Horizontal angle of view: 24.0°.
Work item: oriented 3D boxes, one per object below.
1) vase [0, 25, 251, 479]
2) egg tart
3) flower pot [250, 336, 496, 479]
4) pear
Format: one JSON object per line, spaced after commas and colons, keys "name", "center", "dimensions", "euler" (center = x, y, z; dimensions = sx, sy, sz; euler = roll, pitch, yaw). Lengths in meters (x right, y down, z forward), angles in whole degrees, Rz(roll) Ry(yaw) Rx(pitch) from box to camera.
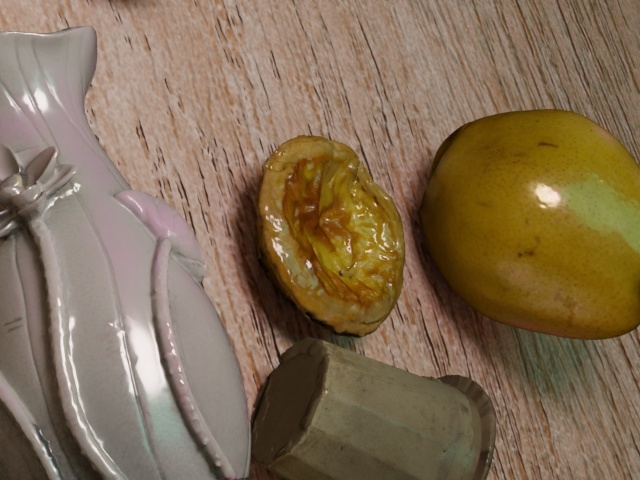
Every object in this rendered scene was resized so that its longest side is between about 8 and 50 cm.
{"name": "vase", "center": [-0.217, 0.035, 1.306], "dimensions": [0.250, 0.250, 0.445], "euler": [-5, 70, -53]}
{"name": "egg tart", "center": [0.000, 0.000, 1.693], "dimensions": [0.241, 0.106, 0.241], "euler": [24, 56, -42]}
{"name": "flower pot", "center": [0.040, 0.202, 1.581], "dimensions": [0.203, 0.212, 0.212], "euler": [28, 49, -23]}
{"name": "pear", "center": [0.291, -0.023, 1.891], "dimensions": [0.285, 0.336, 0.284], "euler": [-15, 108, -57]}
